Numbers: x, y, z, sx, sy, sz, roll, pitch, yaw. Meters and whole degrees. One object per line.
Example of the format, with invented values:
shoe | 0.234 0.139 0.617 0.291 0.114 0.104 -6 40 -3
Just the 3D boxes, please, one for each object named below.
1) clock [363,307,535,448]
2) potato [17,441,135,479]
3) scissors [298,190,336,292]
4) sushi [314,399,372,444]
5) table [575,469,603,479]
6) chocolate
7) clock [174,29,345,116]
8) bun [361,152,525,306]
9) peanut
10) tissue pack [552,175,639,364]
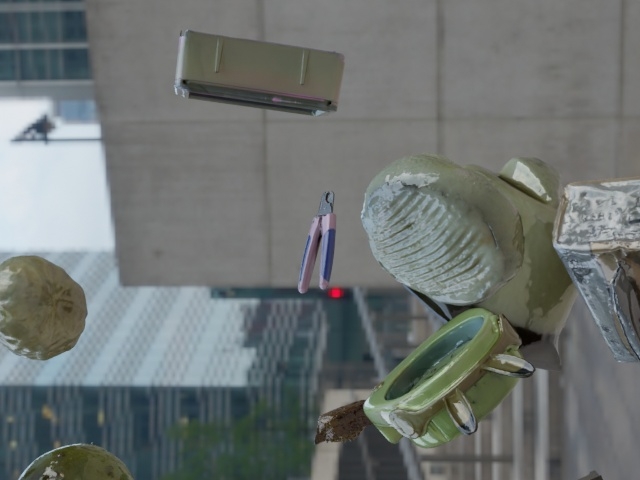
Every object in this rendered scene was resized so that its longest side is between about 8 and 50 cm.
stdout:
clock | 0.139 0.147 1.383 0.069 0.170 0.232 51 171 -6
potato | -0.323 0.402 1.709 0.173 0.210 0.307 37 -158 -32
scissors | 0.000 0.000 1.373 0.012 0.039 0.113 32 -123 -41
sushi | 0.040 0.292 2.117 0.061 0.118 0.060 -160 54 -77
table | 0.414 0.408 2.080 0.082 0.070 0.083 -2 -112 -86
chocolate | 0.320 0.017 2.264 0.314 0.326 0.297 14 -64 -50
clock | -0.075 -0.196 1.588 0.147 0.192 0.071 -157 74 -83
bun | 0.180 -0.022 1.871 0.141 0.239 0.239 -52 -28 -35
peanut | -0.433 0.110 2.065 0.313 0.152 0.152 111 160 -75
tissue pack | 0.497 0.078 2.045 0.305 0.239 0.238 55 -153 -39
